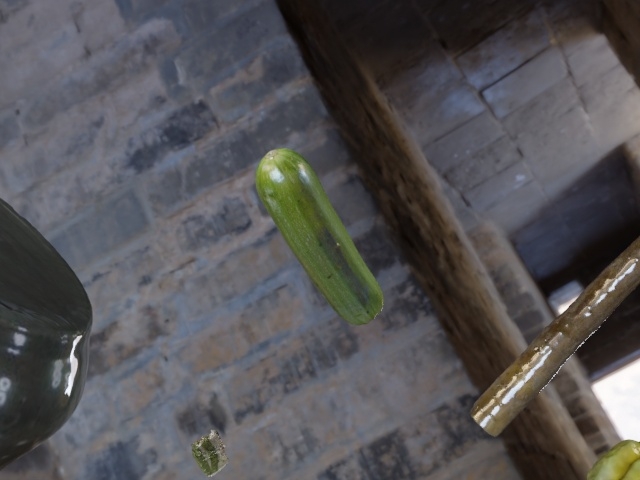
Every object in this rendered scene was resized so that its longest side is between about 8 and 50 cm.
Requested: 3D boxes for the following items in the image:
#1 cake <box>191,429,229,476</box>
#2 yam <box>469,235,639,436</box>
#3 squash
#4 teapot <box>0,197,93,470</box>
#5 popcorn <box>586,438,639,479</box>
[{"bbox_3d":[-0.181,0.322,1.306,0.051,0.055,0.140,-31,150,-18],"label":"cake"},{"bbox_3d":[0.281,0.076,0.872,0.327,0.045,0.045,-48,129,6],"label":"yam"},{"bbox_3d":[0.000,0.000,0.890,0.066,0.066,0.228,-29,116,7],"label":"squash"},{"bbox_3d":[-0.327,0.096,0.466,0.344,0.300,0.253,-47,125,1],"label":"teapot"},{"bbox_3d":[0.451,0.411,1.021,0.334,0.294,0.292,-5,119,-49],"label":"popcorn"}]
